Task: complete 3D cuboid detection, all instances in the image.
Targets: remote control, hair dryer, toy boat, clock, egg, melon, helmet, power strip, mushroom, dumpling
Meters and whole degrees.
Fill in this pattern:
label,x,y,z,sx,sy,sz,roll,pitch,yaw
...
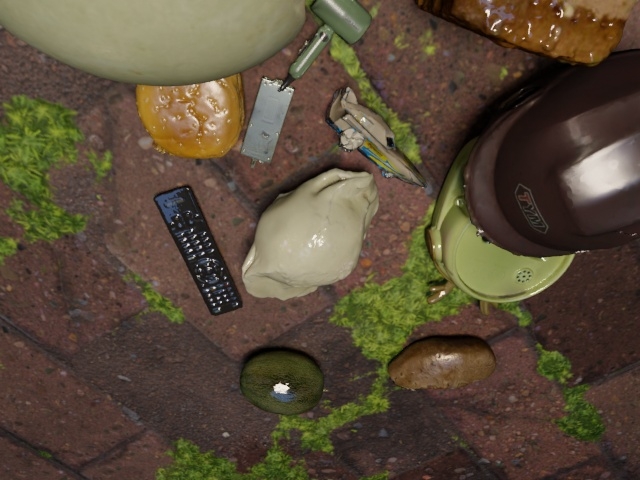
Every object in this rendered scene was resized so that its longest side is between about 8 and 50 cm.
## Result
label,x,y,z,sx,sy,sz,roll,pitch,yaw
remote control,-0.195,0.024,0.766,0.063,0.025,0.245,-14,119,4
hair dryer,-0.007,-0.250,0.601,0.071,0.047,0.150,35,110,-21
toy boat,0.088,-0.132,0.667,0.210,0.084,0.066,33,118,-30
clock,0.288,0.001,0.736,0.234,0.096,0.308,13,120,-11
egg,-0.173,-0.293,0.440,0.335,0.278,0.279,0,120,-4
melon,-0.066,0.264,0.859,0.167,0.114,0.114,14,118,-8
helmet,0.337,-0.094,0.541,0.305,0.177,0.225,-39,106,-5
power strip,-0.079,-0.165,0.666,0.050,0.019,0.136,15,118,-13
mushroom,0.235,0.228,0.878,0.209,0.072,0.094,-3,111,-1
dumpling,0.000,0.000,0.706,0.193,0.147,0.258,20,116,-49

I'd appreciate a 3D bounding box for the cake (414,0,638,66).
label,x,y,z,sx,sy,sz,roll,pitch,yaw
cake,0.246,-0.351,0.477,0.196,0.199,0.293,16,117,-9

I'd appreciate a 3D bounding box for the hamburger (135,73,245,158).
label,x,y,z,sx,sy,sz,roll,pitch,yaw
hamburger,-0.171,-0.181,0.617,0.137,0.083,0.147,4,117,0
